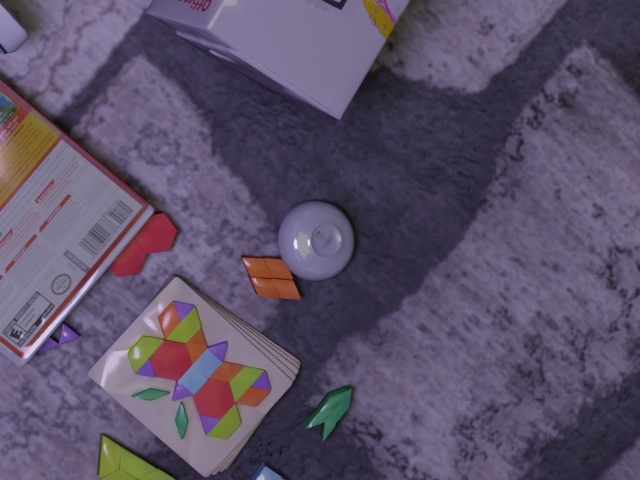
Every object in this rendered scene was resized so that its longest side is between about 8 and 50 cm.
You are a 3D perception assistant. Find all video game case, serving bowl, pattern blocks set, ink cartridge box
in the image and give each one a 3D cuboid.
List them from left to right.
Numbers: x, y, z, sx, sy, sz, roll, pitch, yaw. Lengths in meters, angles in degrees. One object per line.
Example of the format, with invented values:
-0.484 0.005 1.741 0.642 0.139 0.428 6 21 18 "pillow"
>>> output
-0.332 -0.044 1.564 0.285 0.025 0.204 41 87 -10 "video game case"
-0.127 0.133 1.646 0.325 0.026 0.285 27 90 -15 "pattern blocks set"
-0.018 -0.262 1.535 0.168 0.171 0.232 31 89 -28 "ink cartridge box"
0.000 0.000 1.649 0.083 0.027 0.083 1 88 -24 "serving bowl"

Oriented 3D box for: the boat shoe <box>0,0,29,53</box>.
-0.409 -0.254 1.491 0.301 0.108 0.102 38 87 -12 "boat shoe"
